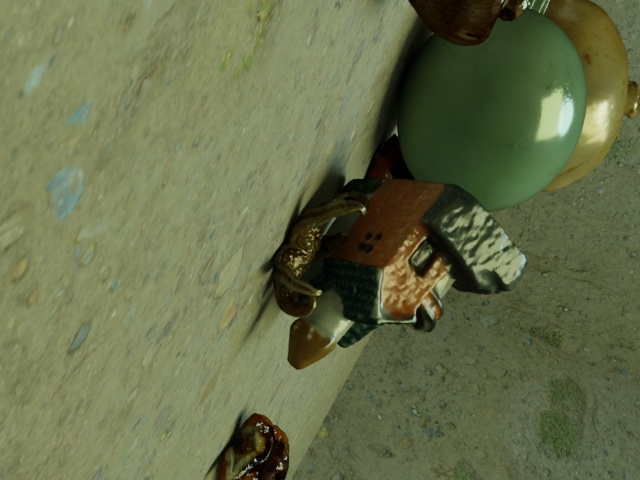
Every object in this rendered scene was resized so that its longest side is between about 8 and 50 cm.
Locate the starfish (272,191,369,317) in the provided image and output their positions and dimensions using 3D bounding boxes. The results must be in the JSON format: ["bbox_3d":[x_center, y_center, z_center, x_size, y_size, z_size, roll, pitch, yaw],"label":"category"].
[{"bbox_3d":[0.002,-0.001,1.155,0.190,0.074,0.146,-60,172,-27],"label":"starfish"}]

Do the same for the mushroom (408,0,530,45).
[{"bbox_3d":[0.158,-0.324,1.002,0.194,0.138,0.231,80,23,-54],"label":"mushroom"}]

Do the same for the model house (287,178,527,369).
[{"bbox_3d":[0.076,0.075,1.265,0.301,0.190,0.271,-49,-151,-18],"label":"model house"}]

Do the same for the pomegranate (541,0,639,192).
[{"bbox_3d":[0.447,-0.301,1.904,0.411,0.411,0.411,-61,171,-16],"label":"pomegranate"}]

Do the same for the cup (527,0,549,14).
[{"bbox_3d":[0.305,-0.411,1.565,0.120,0.141,0.120,-59,167,-22],"label":"cup"}]

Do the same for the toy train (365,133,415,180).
[{"bbox_3d":[0.083,0.005,1.653,0.086,0.089,0.409,-46,162,-49],"label":"toy train"}]

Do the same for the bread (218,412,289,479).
[{"bbox_3d":[-0.111,0.358,1.545,0.139,0.095,0.269,-63,158,-21],"label":"bread"}]

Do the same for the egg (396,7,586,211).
[{"bbox_3d":[0.254,-0.191,1.439,0.276,0.276,0.389,-61,174,-21],"label":"egg"}]
